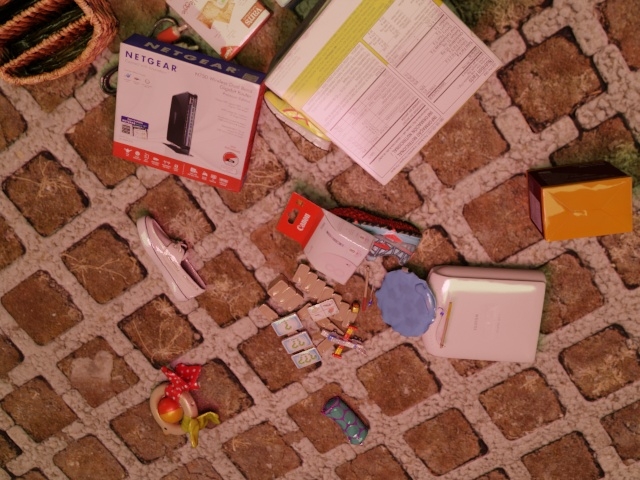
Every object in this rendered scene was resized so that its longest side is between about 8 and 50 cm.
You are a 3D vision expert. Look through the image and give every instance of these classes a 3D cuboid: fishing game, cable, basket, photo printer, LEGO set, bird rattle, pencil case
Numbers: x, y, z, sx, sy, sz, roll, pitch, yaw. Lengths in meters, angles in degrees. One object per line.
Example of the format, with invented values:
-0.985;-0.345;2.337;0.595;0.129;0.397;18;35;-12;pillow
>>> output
0.225;0.160;1.666;0.264;0.041;0.189;19;116;35;fishing game
-0.429;-0.448;1.551;0.287;0.072;0.139;-17;109;11;cable
-0.653;-0.488;1.482;0.299;0.223;0.213;-24;105;12;basket
0.416;0.190;1.673;0.308;0.107;0.255;4;109;4;photo printer
0.012;0.260;1.748;0.244;0.060;0.182;-22;117;9;LEGO set
-0.419;0.482;1.852;0.207;0.143;0.253;-21;103;29;bird rattle
0.072;0.524;1.845;0.070;0.064;0.151;-42;101;-8;pencil case

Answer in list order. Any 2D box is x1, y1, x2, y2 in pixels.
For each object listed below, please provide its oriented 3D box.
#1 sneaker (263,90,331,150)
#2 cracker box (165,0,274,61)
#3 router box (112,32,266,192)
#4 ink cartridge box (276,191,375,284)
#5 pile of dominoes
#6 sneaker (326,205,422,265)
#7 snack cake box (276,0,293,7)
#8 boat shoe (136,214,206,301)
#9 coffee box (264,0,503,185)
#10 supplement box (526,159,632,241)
-0.046;-0.312;1.567;0.209;0.081;0.094;34;98;-10;sneaker
-0.247;-0.560;1.498;0.232;0.067;0.156;43;108;-10;cracker box
-0.324;-0.303;1.549;0.336;0.082;0.301;17;125;0;router box
0.000;0.000;1.620;0.232;0.066;0.189;26;145;-4;ink cartridge box
-0.031;0.190;1.767;0.196;0.040;0.251;-42;109;16;pile of dominoes
0.121;-0.003;1.638;0.262;0.104;0.125;16;112;0;sneaker
-0.002;-0.632;1.404;0.264;0.152;0.089;-36;102;16;snack cake box
-0.395;0.042;1.710;0.088;0.096;0.267;-22;107;8;boat shoe
0.118;-0.383;1.363;0.334;0.337;0.338;38;108;-16;coffee box
0.605;-0.098;1.507;0.192;0.194;0.129;-7;108;8;supplement box
